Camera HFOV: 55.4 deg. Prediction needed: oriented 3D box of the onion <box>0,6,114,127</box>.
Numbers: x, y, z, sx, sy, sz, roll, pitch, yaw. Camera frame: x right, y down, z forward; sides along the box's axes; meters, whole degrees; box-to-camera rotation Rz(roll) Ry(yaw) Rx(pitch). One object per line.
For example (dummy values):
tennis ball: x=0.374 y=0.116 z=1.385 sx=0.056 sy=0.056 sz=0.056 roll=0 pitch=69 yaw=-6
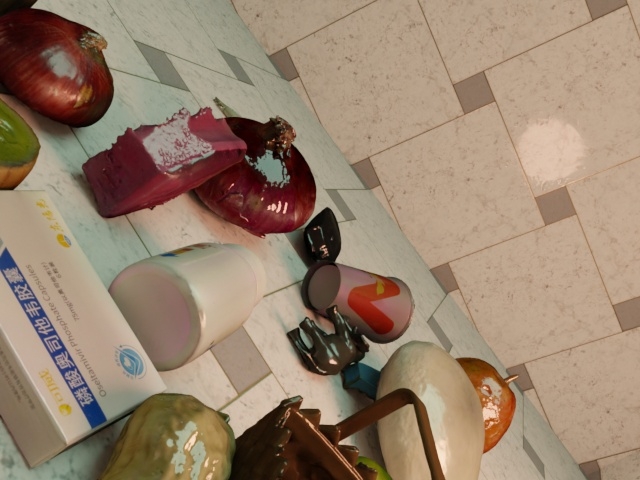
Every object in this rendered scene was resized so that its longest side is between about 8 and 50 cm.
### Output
onion: x=-0.477 y=-0.315 z=1.094 sx=0.248 sy=0.161 sz=0.248 roll=27 pitch=23 yaw=-12

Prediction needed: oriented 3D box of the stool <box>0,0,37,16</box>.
stool: x=-0.550 y=-0.516 z=1.072 sx=0.179 sy=0.264 sz=0.179 roll=46 pitch=20 yaw=-22

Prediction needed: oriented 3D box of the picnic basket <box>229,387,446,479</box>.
picnic basket: x=0.024 y=0.363 z=0.840 sx=0.291 sy=0.321 sz=0.254 roll=50 pitch=15 yaw=-20

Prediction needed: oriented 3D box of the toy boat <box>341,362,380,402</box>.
toy boat: x=0.125 y=0.369 z=1.503 sx=0.185 sy=0.077 sz=0.075 roll=32 pitch=27 yaw=-29

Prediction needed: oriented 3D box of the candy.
candy: x=0.271 y=0.447 z=1.413 sx=0.386 sy=0.186 sz=0.427 roll=54 pitch=35 yaw=-26

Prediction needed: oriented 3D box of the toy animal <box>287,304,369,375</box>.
toy animal: x=0.023 y=0.240 z=1.424 sx=0.146 sy=0.114 sz=0.245 roll=51 pitch=38 yaw=13

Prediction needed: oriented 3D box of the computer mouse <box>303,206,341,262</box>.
computer mouse: x=0.000 y=0.000 z=1.813 sx=0.264 sy=0.088 sz=0.147 roll=-68 pitch=139 yaw=-69

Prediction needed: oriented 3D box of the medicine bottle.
medicine bottle: x=-0.202 y=0.090 z=0.997 sx=0.170 sy=0.170 sz=0.293 roll=55 pitch=19 yaw=2

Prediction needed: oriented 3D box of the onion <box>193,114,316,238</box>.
onion: x=-0.146 y=-0.181 z=1.457 sx=0.348 sy=0.285 sz=0.347 roll=28 pitch=32 yaw=-20

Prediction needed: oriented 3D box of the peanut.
peanut: x=-0.191 y=0.276 z=0.724 sx=0.291 sy=0.143 sz=0.159 roll=-60 pitch=134 yaw=-71

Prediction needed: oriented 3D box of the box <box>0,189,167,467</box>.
box: x=-0.357 y=0.089 z=0.774 sx=0.343 sy=0.065 sz=0.200 roll=56 pitch=18 yaw=7

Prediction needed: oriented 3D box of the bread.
bread: x=-0.500 y=-0.156 z=0.822 sx=0.236 sy=0.070 sz=0.236 roll=44 pitch=16 yaw=-16

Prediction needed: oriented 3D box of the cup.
cup: x=0.094 y=0.155 z=1.630 sx=0.288 sy=0.203 sz=0.203 roll=24 pitch=33 yaw=-44

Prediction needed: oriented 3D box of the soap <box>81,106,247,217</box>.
soap: x=-0.286 y=-0.154 z=1.175 sx=0.127 sy=0.220 sz=0.325 roll=61 pitch=16 yaw=-6

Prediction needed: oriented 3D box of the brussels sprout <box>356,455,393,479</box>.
brussels sprout: x=0.078 y=0.471 z=1.054 sx=0.161 sy=0.144 sz=0.180 roll=96 pitch=2 yaw=-49

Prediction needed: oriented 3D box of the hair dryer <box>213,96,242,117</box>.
hair dryer: x=-0.260 y=-0.355 z=1.874 sx=0.237 sy=0.075 sz=0.206 roll=48 pitch=23 yaw=7

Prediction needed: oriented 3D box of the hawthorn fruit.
hawthorn fruit: x=0.438 y=0.454 z=1.746 sx=0.277 sy=0.298 sz=0.277 roll=60 pitch=6 yaw=-10
